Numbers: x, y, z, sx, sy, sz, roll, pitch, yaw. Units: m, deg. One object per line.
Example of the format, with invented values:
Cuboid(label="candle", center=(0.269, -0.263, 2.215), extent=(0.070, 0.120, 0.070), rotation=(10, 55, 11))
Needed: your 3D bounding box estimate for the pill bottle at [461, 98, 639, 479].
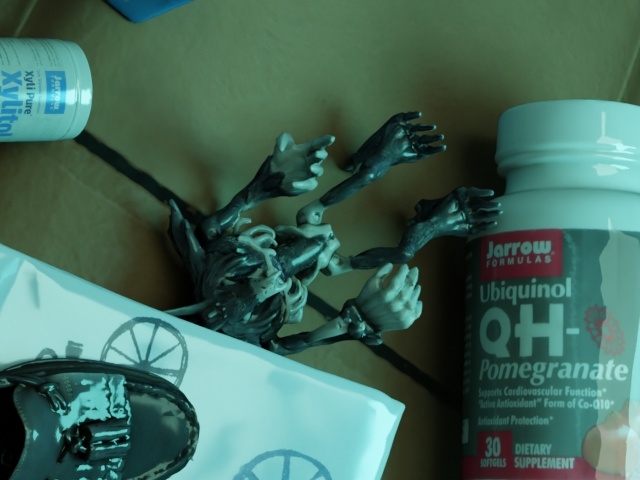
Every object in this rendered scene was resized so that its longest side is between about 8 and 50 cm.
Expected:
Cuboid(label="pill bottle", center=(0.201, 0.059, 1.340), extent=(0.176, 0.176, 0.318), rotation=(9, 78, -35))

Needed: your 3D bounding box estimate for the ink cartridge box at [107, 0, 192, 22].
Cuboid(label="ink cartridge box", center=(-0.085, -0.317, 1.050), extent=(0.285, 0.395, 0.166), rotation=(39, 63, -26))

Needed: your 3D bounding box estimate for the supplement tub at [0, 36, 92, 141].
Cuboid(label="supplement tub", center=(-0.213, -0.100, 1.128), extent=(0.107, 0.071, 0.071), rotation=(-4, 86, -35))

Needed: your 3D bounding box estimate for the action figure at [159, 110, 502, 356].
Cuboid(label="action figure", center=(0.000, 0.000, 1.226), extent=(0.276, 0.141, 0.164), rotation=(-33, 91, -35))

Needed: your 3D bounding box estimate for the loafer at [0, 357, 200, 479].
Cuboid(label="loafer", center=(-0.207, 0.128, 1.021), extent=(0.303, 0.095, 0.109), rotation=(0, 90, -24))

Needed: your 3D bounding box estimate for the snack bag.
Cuboid(label="snack bag", center=(-0.137, 0.203, 1.126), extent=(0.342, 0.037, 0.323), rotation=(23, 80, -23))
